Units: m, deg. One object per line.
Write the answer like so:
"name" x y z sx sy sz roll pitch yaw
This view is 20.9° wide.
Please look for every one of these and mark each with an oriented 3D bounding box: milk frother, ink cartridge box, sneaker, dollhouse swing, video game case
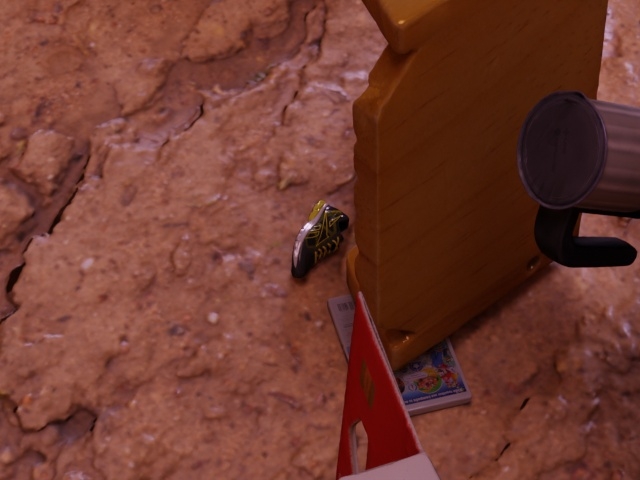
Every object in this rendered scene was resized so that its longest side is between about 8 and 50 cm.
"milk frother" 0.234 -0.035 1.230 0.135 0.129 0.143 3 2 -41
"ink cartridge box" 0.035 0.224 1.147 0.066 0.296 0.261 -16 55 -15
"sneaker" 0.000 0.000 1.481 0.035 0.031 0.083 18 54 9
"dollhouse swing" 0.058 -0.159 1.412 0.315 0.347 0.305 -33 53 -28
"video game case" 0.064 0.090 1.429 0.087 0.011 0.122 -11 54 -12
